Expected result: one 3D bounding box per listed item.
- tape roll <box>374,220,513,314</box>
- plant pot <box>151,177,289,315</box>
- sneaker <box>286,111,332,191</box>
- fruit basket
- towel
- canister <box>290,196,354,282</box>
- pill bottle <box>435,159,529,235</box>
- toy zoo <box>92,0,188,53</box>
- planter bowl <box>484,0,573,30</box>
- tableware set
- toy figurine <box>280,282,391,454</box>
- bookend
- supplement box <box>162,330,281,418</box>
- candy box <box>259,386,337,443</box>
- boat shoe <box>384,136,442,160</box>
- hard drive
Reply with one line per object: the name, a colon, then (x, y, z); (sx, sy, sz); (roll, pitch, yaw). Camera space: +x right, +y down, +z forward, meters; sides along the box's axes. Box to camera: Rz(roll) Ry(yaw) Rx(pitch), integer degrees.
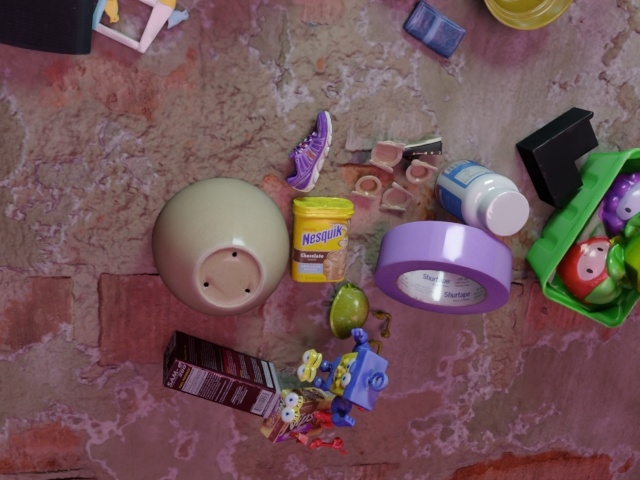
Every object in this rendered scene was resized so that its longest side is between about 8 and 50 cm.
tape roll: (0.254, 0.063, 1.352); (0.275, 0.275, 0.090); (23, 63, -20)
plant pot: (-0.187, 0.038, 1.280); (0.284, 0.191, 0.284); (-5, 111, -12)
sneaker: (-0.023, -0.180, 1.308); (0.071, 0.068, 0.170); (17, 105, -13)
fruit basket: (0.674, 0.020, 1.384); (0.283, 0.392, 0.392); (24, 102, -21)
towel: (0.228, -0.419, 1.298); (0.119, 0.029, 0.067); (27, 102, -21)
canister: (0.000, 0.000, 1.375); (0.126, 0.073, 0.170); (0, 111, -13)
pill bottle: (0.332, -0.085, 1.340); (0.124, 0.221, 0.124); (-4, 111, -12)
toy zoo: (-0.369, -0.462, 1.140); (0.293, 0.030, 0.192); (22, 103, -19)
planter bowl: (0.390, -0.523, 1.265); (0.217, 0.090, 0.217); (-5, 110, -12)
tableware set: (0.150, -0.129, 1.364); (0.141, 0.020, 0.168); (19, 127, -17)
toy figurine: (0.094, 0.268, 1.338); (0.191, 0.217, 0.362); (33, 68, -22)
bookend: (0.539, -0.183, 1.435); (0.157, 0.072, 0.156); (-33, 114, -1)
supplement box: (-0.213, 0.287, 1.397); (0.239, 0.130, 0.073); (23, 103, -19)
candy box: (-0.042, 0.388, 1.466); (0.187, 0.053, 0.109); (14, 110, -57)
boat shoe: (0.194, -0.186, 1.365); (0.133, 0.049, 0.042); (-13, 104, -13)
hard drive: (-0.513, -0.404, 1.082); (0.255, 0.054, 0.172); (11, 127, -12)
